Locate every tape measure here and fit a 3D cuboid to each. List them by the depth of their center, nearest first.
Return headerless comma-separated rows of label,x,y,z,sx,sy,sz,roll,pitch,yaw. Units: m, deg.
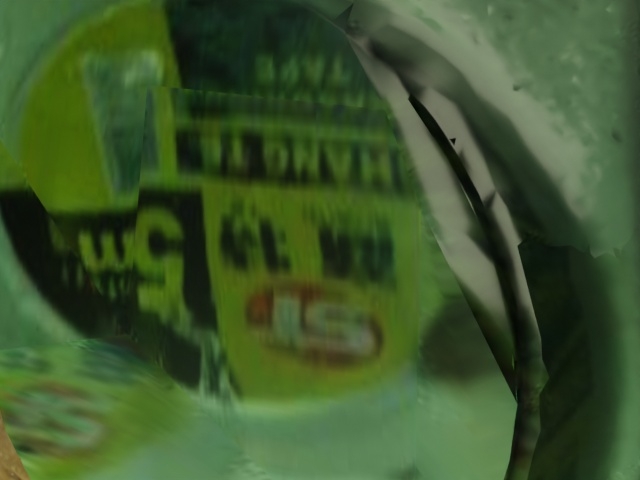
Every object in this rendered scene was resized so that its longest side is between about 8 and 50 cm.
tape measure,-0.001,-0.002,0.444,0.259,0.138,0.262,2,103,35

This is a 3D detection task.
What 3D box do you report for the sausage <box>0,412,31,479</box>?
sausage,-0.103,0.073,0.563,0.433,0.088,0.088,50,123,14
